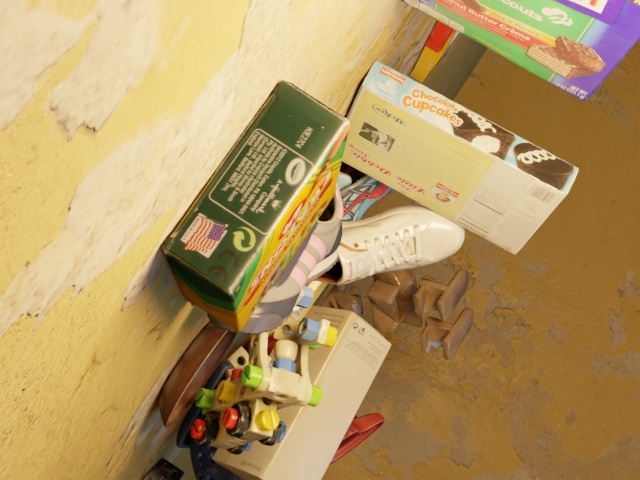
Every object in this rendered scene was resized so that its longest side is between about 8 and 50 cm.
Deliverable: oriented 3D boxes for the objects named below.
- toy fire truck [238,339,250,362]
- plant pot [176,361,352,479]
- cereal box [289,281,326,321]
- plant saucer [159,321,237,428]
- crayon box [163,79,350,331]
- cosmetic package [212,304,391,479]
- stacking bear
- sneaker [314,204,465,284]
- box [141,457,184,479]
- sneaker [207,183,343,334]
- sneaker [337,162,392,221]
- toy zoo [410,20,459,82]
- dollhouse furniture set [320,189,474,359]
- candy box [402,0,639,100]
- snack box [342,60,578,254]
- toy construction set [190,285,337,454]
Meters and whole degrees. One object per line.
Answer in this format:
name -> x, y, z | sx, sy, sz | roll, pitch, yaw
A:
toy fire truck -> -0.176, 0.297, 2.285 | 0.135, 0.047, 0.192 | -52, 173, -31
plant pot -> -0.120, 0.359, 1.979 | 0.236, 0.212, 0.236 | 10, 117, -49
cereal box -> -0.038, 0.068, 1.817 | 0.173, 0.047, 0.240 | -55, -169, -12
plant saucer -> -0.182, 0.184, 1.532 | 0.198, 0.036, 0.198 | -56, 175, -8
crayon box -> -0.064, -0.018, 1.103 | 0.202, 0.081, 0.318 | -56, 176, -11
cosmetic package -> -0.030, 0.268, 1.739 | 0.160, 0.113, 0.309 | 2, -124, 52
stacking bear -> -0.035, 0.311, 2.147 | 0.164, 0.289, 0.175 | -46, 160, 26
sneaker -> 0.080, 0.023, 1.589 | 0.123, 0.290, 0.105 | -92, 174, -62
box -> -0.357, 0.534, 1.972 | 0.183, 0.056, 0.231 | -58, 175, 13
sneaker -> -0.057, 0.009, 1.384 | 0.319, 0.112, 0.131 | -50, 153, -60
sneaker -> 0.024, -0.081, 1.668 | 0.262, 0.104, 0.125 | -49, 147, 0
toy zoo -> 0.252, -0.417, 1.939 | 0.192, 0.030, 0.293 | -54, 174, -33
dollhouse furniture set -> 0.195, 0.036, 2.579 | 0.256, 0.362, 0.394 | -51, 143, -37
candy box -> 0.241, -0.306, 1.134 | 0.122, 0.268, 0.317 | -60, 175, -11
snack box -> 0.187, -0.115, 1.517 | 0.060, 0.322, 0.187 | -61, 178, -31
toy construction set -> -0.095, 0.201, 1.548 | 0.327, 0.151, 0.215 | 130, -29, -62
